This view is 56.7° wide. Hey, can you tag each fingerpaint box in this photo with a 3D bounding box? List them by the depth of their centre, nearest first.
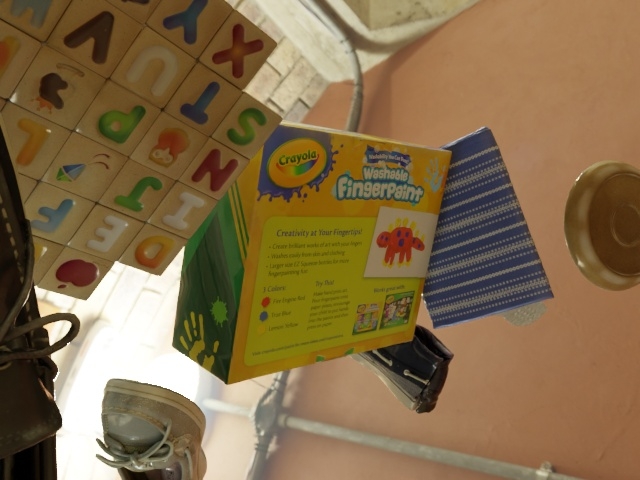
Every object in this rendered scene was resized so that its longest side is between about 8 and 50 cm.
[{"bbox_3d":[0.000,0.000,0.987,0.163,0.445,0.370,20,-74,42],"label":"fingerpaint box"}]

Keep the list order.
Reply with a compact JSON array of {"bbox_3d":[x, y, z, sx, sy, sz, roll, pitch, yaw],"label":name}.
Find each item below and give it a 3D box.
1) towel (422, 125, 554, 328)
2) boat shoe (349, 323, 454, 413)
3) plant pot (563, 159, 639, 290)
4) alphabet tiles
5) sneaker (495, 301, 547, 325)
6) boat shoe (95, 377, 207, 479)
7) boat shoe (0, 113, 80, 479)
[{"bbox_3d":[0.267,-0.019,1.125,0.243,0.040,0.335,-23,-99,32],"label":"towel"},{"bbox_3d":[0.168,0.238,1.409,0.341,0.127,0.158,38,-62,34],"label":"boat shoe"},{"bbox_3d":[0.533,-0.028,1.049,0.236,0.236,0.032,-65,-162,-12],"label":"plant pot"},{"bbox_3d":[-0.202,-0.089,0.546,0.342,0.285,0.011,-50,-133,14],"label":"alphabet tiles"},{"bbox_3d":[0.432,0.130,1.384,0.090,0.235,0.094,-54,-147,23],"label":"sneaker"},{"bbox_3d":[-0.215,0.285,0.770,0.118,0.320,0.103,8,-133,3],"label":"boat shoe"},{"bbox_3d":[-0.249,0.090,0.371,0.156,0.187,0.499,6,-81,36],"label":"boat shoe"}]
